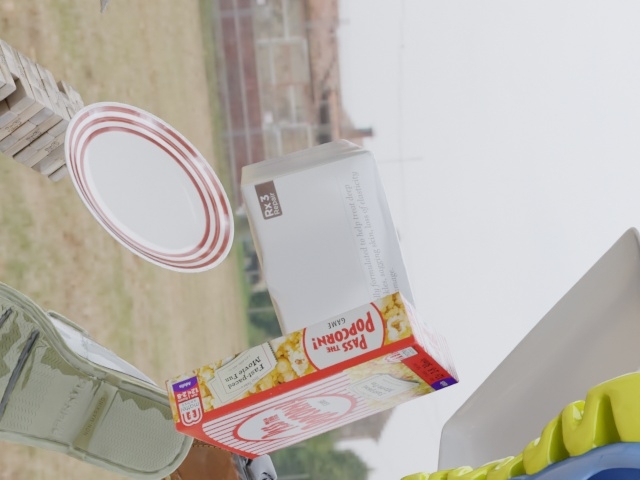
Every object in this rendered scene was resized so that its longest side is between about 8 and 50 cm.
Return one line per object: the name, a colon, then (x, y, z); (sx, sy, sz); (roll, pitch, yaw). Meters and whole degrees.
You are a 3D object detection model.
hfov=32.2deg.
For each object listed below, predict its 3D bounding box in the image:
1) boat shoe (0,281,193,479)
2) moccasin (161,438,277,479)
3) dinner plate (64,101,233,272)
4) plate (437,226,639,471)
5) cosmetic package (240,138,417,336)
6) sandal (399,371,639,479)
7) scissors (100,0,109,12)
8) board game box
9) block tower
boat shoe: (-0.244, 0.107, 0.908); (0.302, 0.113, 0.103); (41, -14, -35)
moccasin: (-0.085, 0.393, 1.251); (0.379, 0.147, 0.139); (66, 15, 2)
dinner plate: (-0.119, -0.035, 0.763); (0.017, 0.141, 0.141); (-39, -139, 33)
plate: (0.202, 0.131, 0.940); (0.277, 0.045, 0.278); (-49, -176, 16)
cosmetic package: (0.000, 0.000, 1.344); (0.385, 0.156, 0.217); (-123, -163, -80)
sandal: (0.090, 0.187, 0.576); (0.317, 0.126, 0.138); (-49, -172, 44)
scissors: (-0.109, -0.276, 0.788); (0.021, 0.109, 0.297); (-55, 164, -50)
board game box: (-0.002, 0.111, 0.871); (0.147, 0.194, 0.045); (43, 28, -63)
block tower: (-0.400, -0.183, 1.301); (0.335, 0.091, 0.097); (33, 25, -59)
